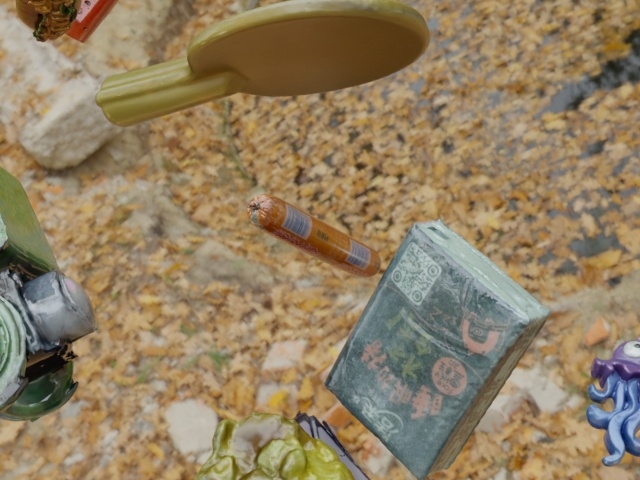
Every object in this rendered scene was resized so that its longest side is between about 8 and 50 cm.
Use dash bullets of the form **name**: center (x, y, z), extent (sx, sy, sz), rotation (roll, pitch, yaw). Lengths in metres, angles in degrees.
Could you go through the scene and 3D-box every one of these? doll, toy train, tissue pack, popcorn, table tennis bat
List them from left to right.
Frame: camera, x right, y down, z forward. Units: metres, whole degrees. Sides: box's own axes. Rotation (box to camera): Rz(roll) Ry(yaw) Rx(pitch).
- **toy train**: center (-0.360, 0.071, 0.756), extent (0.307, 0.173, 0.249), rotation (-29, 77, -3)
- **table tennis bat**: center (-0.061, -0.152, 0.785), extent (0.320, 0.198, 0.050), rotation (-9, 83, 25)
- **popcorn**: center (-0.049, 0.293, 0.995), extent (0.197, 0.156, 0.198), rotation (3, 40, -3)
- **tissue pack**: center (0.156, 0.158, 1.293), extent (0.228, 0.103, 0.316), rotation (43, 120, 30)
- **doll**: center (0.379, 0.192, 1.084), extent (0.110, 0.067, 0.206), rotation (19, 50, 14)

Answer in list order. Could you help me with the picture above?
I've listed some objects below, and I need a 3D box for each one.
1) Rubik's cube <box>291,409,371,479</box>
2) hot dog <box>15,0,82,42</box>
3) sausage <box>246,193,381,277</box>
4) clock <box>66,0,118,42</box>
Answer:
- **Rubik's cube**: center (-0.071, 0.521, 1.494), extent (0.307, 0.305, 0.310), rotation (-49, -13, 23)
- **hot dog**: center (-0.256, -0.261, 0.852), extent (0.072, 0.188, 0.055), rotation (-20, 70, -24)
- **sausage**: center (0.000, 0.000, 1.286), extent (0.053, 0.347, 0.053), rotation (-10, 70, 30)
- **clock**: center (-0.418, -0.436, 1.557), extent (0.155, 0.113, 0.061), rotation (-51, 7, 6)
